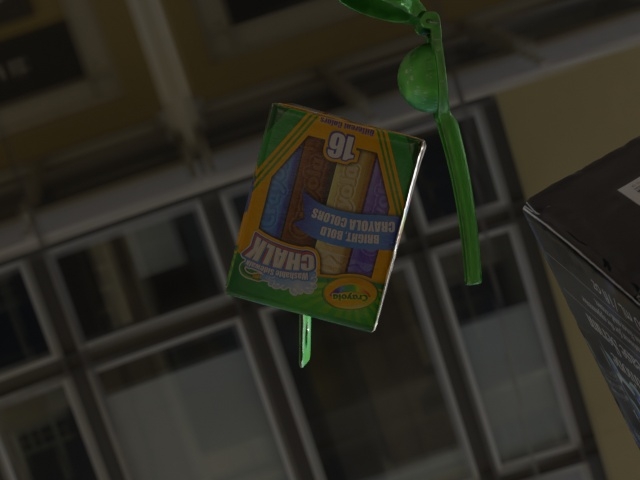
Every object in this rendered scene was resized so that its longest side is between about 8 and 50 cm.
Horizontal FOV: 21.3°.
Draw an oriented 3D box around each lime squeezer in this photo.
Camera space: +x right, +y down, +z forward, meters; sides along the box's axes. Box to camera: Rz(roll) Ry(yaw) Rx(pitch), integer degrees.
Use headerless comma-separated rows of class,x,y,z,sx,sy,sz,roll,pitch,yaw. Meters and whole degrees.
lime squeezer,0.043,-0.119,1.156,0.110,0.310,0.059,-42,-178,-23

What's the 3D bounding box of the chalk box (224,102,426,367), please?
chalk box,0.000,0.000,1.450,0.132,0.213,0.132,16,-176,3

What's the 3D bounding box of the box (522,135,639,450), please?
box,0.369,0.119,1.354,0.212,0.395,0.293,-30,-161,-2
